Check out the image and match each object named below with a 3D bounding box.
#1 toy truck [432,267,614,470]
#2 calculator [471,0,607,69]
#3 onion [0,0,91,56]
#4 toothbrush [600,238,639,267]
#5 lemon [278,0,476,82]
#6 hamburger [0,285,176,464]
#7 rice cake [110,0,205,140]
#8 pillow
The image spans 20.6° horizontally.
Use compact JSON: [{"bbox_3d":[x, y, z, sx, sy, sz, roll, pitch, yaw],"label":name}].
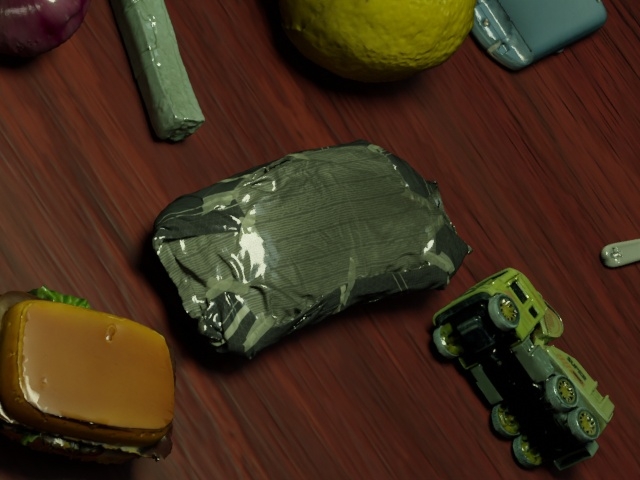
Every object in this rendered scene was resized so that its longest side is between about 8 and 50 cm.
[{"bbox_3d":[0.200,0.115,1.651,0.191,0.085,0.116,54,38,-3],"label":"toy truck"},{"bbox_3d":[0.233,-0.259,1.917,0.210,0.039,0.121,-30,86,-43],"label":"calculator"},{"bbox_3d":[-0.251,-0.209,1.504,0.104,0.115,0.115,58,19,-66],"label":"onion"},{"bbox_3d":[0.408,-0.005,1.914,0.304,0.030,0.030,-12,73,-37],"label":"toothbrush"},{"bbox_3d":[0.054,-0.237,1.686,0.193,0.180,0.180,3,61,-60],"label":"lemon"},{"bbox_3d":[-0.190,0.108,1.367,0.166,0.087,0.137,19,55,-28],"label":"hamburger"},{"bbox_3d":[-0.161,-0.205,1.593,0.042,0.045,0.245,-8,71,-36],"label":"rice cake"},{"bbox_3d":[0.000,0.000,1.564,0.335,0.092,0.161,-18,82,-42],"label":"pillow"}]
